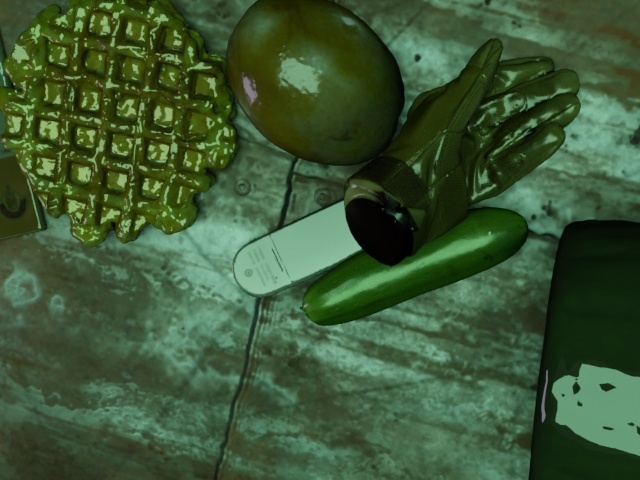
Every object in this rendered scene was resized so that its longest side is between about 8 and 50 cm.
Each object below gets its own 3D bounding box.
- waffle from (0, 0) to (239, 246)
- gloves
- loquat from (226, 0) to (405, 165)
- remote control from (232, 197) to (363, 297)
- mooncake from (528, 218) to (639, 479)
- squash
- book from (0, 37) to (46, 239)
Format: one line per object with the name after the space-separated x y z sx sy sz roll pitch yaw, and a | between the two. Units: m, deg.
-0.250 -0.156 1.327 0.302 0.068 0.325 -34 97 9 | waffle
0.162 -0.109 1.222 0.331 0.141 0.154 -42 90 -24 | gloves
-0.005 -0.186 1.239 0.227 0.179 0.179 40 101 -7 | loquat
0.000 0.000 1.337 0.245 0.022 0.077 -25 91 11 | remote control
0.337 0.154 1.137 0.194 0.356 0.356 8 98 15 | mooncake
0.113 0.029 1.292 0.292 0.082 0.082 -22 93 10 | squash
-0.492 -0.136 1.393 0.208 0.020 0.295 -12 95 10 | book
